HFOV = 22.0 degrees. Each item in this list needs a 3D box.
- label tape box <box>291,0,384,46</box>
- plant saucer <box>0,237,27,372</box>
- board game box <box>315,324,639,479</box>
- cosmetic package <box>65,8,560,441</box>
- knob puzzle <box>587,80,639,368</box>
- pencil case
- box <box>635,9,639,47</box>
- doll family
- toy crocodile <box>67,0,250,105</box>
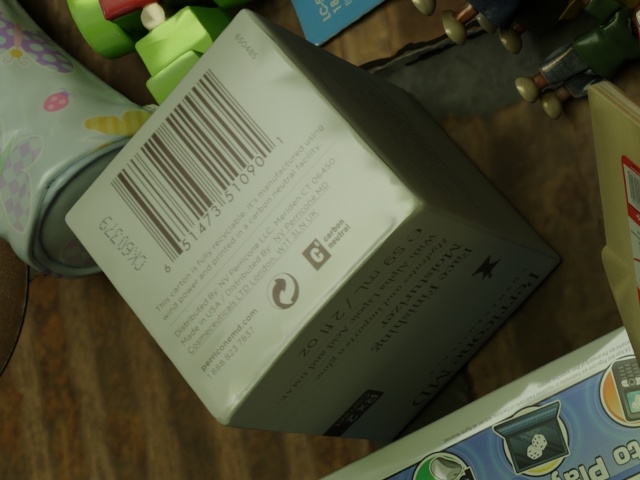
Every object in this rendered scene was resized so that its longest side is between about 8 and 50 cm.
[{"bbox_3d":[0.063,-0.299,0.931,0.334,0.106,0.240,-30,68,22],"label":"label tape box"},{"bbox_3d":[-0.287,0.032,1.119,0.199,0.036,0.198,-5,80,30],"label":"plant saucer"},{"bbox_3d":[0.167,0.205,0.801,0.308,0.086,0.302,-29,69,23],"label":"board game box"},{"bbox_3d":[0.000,0.000,0.873,0.151,0.184,0.151,-48,62,15],"label":"cosmetic package"},{"bbox_3d":[0.175,0.046,0.692,0.030,0.213,0.213,-20,68,-11],"label":"knob puzzle"},{"bbox_3d":[-0.208,-0.096,1.050,0.273,0.113,0.124,41,94,28],"label":"pencil case"},{"bbox_3d":[0.297,-0.099,0.689,0.300,0.154,0.142,-35,65,-1],"label":"box"},{"bbox_3d":[0.112,-0.153,0.857,0.111,0.193,0.076,-36,37,33],"label":"doll family"},{"bbox_3d":[-0.119,-0.227,1.005,0.115,0.105,0.340,-19,82,19],"label":"toy crocodile"}]
